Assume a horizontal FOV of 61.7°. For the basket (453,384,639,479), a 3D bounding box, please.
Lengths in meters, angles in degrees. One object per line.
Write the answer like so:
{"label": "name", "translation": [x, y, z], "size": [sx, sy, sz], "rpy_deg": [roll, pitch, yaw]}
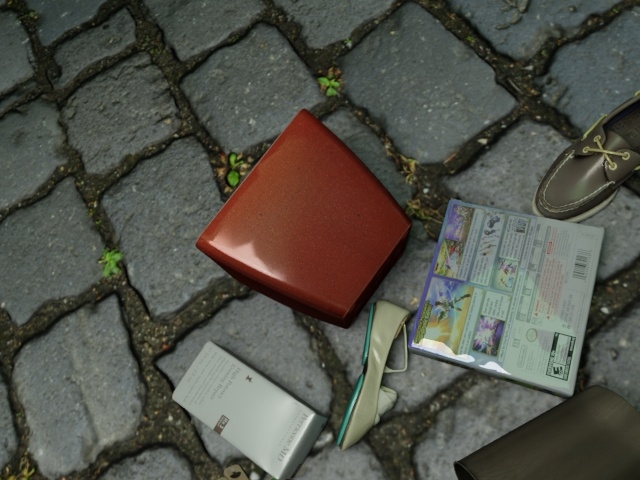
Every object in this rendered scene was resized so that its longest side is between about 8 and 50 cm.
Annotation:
{"label": "basket", "translation": [0.317, 0.307, 0.707], "size": [0.227, 0.204, 0.154], "rpy_deg": [-30, 39, -9]}

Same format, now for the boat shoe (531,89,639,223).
{"label": "boat shoe", "translation": [0.485, -0.151, 0.886], "size": [0.324, 0.096, 0.116], "rpy_deg": [-38, 64, -2]}

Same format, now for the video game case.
{"label": "video game case", "translation": [0.296, 0.084, 0.860], "size": [0.244, 0.061, 0.269], "rpy_deg": [14, 72, 20]}

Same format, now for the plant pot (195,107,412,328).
{"label": "plant pot", "translation": [0.000, 0.000, 0.884], "size": [0.236, 0.267, 0.267], "rpy_deg": [35, 80, 12]}

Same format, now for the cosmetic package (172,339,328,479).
{"label": "cosmetic package", "translation": [-0.117, 0.276, 0.883], "size": [0.231, 0.085, 0.117], "rpy_deg": [26, 77, 25]}

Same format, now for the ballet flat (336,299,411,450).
{"label": "ballet flat", "translation": [0.093, 0.216, 0.855], "size": [0.086, 0.086, 0.248], "rpy_deg": [10, 71, 19]}

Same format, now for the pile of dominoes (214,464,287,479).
{"label": "pile of dominoes", "translation": [-0.126, 0.426, 0.750], "size": [0.196, 0.251, 0.040], "rpy_deg": [24, 117, 25]}
